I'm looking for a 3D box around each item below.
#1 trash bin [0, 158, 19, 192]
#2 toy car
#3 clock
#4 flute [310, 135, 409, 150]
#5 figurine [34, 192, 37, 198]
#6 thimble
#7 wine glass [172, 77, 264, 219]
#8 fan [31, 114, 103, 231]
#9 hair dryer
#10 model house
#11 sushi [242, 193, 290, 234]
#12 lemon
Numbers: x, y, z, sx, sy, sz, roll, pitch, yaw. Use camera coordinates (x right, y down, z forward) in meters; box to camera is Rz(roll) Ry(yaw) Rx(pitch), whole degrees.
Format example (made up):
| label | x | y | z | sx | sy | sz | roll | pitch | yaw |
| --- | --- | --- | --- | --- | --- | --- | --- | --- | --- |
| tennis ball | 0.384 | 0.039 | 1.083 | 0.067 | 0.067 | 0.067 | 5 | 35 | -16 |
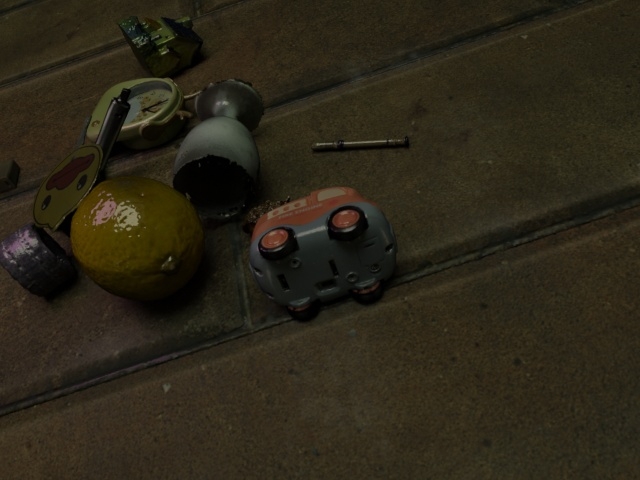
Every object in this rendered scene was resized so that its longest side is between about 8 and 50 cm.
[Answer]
| label | x | y | z | sx | sy | sz | roll | pitch | yaw |
| --- | --- | --- | --- | --- | --- | --- | --- | --- | --- |
| trash bin | -0.879 | -0.180 | 1.582 | 0.061 | 0.043 | 0.092 | -17 | 44 | 3 |
| toy car | 0.000 | 0.000 | 1.067 | 0.271 | 0.180 | 0.212 | -16 | 38 | 5 |
| clock | -0.469 | -0.346 | 1.554 | 0.308 | 0.096 | 0.235 | -4 | 49 | 15 |
| flute | 0.089 | -0.225 | 1.321 | 0.233 | 0.027 | 0.027 | 0 | 51 | 18 |
| figurine | -0.642 | -0.080 | 1.358 | 0.068 | 0.140 | 0.075 | -39 | 90 | -21 |
| thimble | -0.623 | 0.042 | 1.241 | 0.098 | 0.150 | 0.150 | -40 | 51 | -10 |
| wine glass | -0.224 | -0.213 | 1.290 | 0.190 | 0.190 | 0.357 | -12 | 45 | 8 |
| fan | -0.553 | -0.156 | 1.257 | 0.230 | 0.011 | 0.335 | -21 | 50 | 26 |
| hair dryer | -0.534 | -0.198 | 1.340 | 0.156 | 0.284 | 0.320 | 2 | 40 | -25 |
| model house | -0.473 | -0.618 | 1.738 | 0.211 | 0.170 | 0.194 | -31 | 47 | -10 |
| sushi | -0.114 | -0.056 | 1.223 | 0.120 | 0.055 | 0.052 | -20 | 42 | -2 |
| lemon | -0.361 | -0.004 | 1.131 | 0.267 | 0.267 | 0.267 | -9 | 49 | 10 |
